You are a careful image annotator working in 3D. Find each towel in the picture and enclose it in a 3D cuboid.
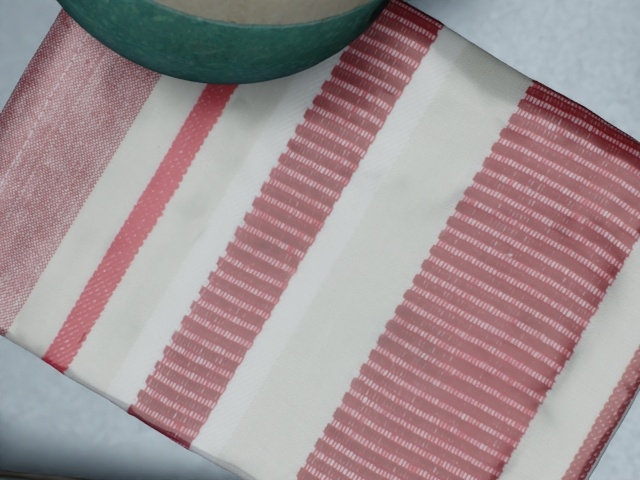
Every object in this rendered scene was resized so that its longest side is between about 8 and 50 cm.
[{"bbox_3d":[0.000,0.000,0.691,0.329,0.037,0.237,31,89,3],"label":"towel"}]

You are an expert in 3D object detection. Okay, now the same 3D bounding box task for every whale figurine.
[{"bbox_3d":[-0.022,-0.178,0.641,0.216,0.141,0.272,29,52,4],"label":"whale figurine"}]

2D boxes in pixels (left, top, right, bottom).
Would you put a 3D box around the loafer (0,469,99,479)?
[{"bbox_3d":[-0.163,0.129,0.683,0.267,0.096,0.084,15,71,3],"label":"loafer"}]
